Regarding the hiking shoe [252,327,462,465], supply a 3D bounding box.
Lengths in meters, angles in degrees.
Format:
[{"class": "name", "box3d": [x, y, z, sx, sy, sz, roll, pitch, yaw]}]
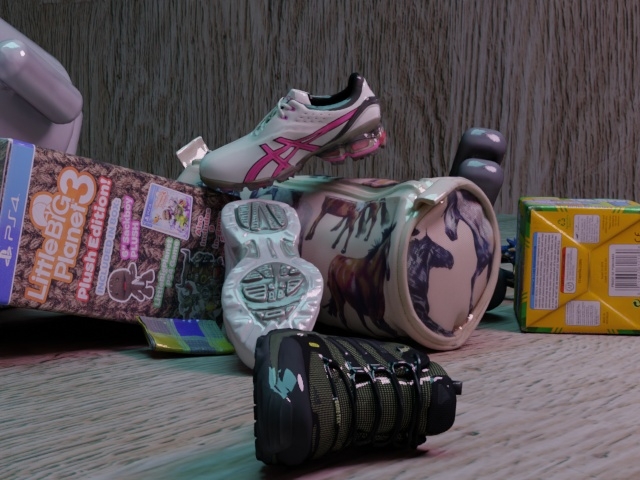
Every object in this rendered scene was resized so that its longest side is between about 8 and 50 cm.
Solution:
[{"class": "hiking shoe", "box3d": [0.028, 0.095, 0.965, 0.114, 0.086, 0.227, -1, 3, 15]}]

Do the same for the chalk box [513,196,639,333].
[{"class": "chalk box", "box3d": [0.276, 0.022, 1.610, 0.132, 0.132, 0.213, 1, 4, 3]}]

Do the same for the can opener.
[{"class": "can opener", "box3d": [0.167, -0.010, 1.558, 0.095, 0.076, 0.283, 10, -31, -1]}]

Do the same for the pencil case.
[{"class": "pencil case", "box3d": [0.000, 0.000, 1.511, 0.410, 0.184, 0.160, 8, 44, 48]}]

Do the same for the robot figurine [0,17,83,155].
[{"class": "robot figurine", "box3d": [-0.395, -0.153, 1.550, 0.299, 0.200, 0.353, -6, -22, 26]}]

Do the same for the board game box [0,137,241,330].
[{"class": "board game box", "box3d": [-0.263, -0.003, 1.430, 0.232, 0.141, 0.291, 5, -5, 41]}]

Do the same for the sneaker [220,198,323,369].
[{"class": "sneaker", "box3d": [-0.046, 0.060, 1.355, 0.090, 0.115, 0.232, 0, 31, -3]}]

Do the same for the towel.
[{"class": "towel", "box3d": [-0.123, 0.086, 1.360, 0.083, 0.009, 0.060, 6, 22, -25]}]

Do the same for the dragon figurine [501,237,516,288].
[{"class": "dragon figurine", "box3d": [0.139, 0.024, 1.814, 0.289, 0.085, 0.144, 2, 5, 0]}]

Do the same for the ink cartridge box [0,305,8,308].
[{"class": "ink cartridge box", "box3d": [-0.391, 0.032, 1.663, 0.134, 0.078, 0.231, 4, 6, 30]}]

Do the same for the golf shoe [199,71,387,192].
[{"class": "golf shoe", "box3d": [-0.033, -0.105, 1.438, 0.186, 0.086, 0.067, -19, 25, -6]}]
